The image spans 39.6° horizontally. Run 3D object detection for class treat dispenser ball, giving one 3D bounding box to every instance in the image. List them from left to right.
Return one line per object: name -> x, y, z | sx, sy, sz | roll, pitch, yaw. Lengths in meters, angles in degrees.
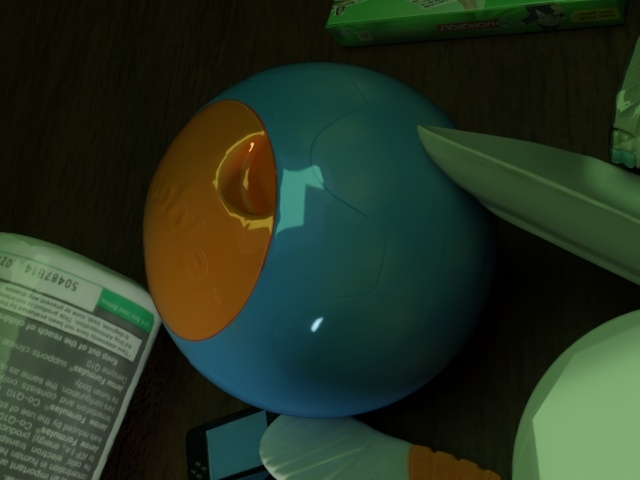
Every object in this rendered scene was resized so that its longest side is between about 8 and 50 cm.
treat dispenser ball -> 0.000, 0.000, 0.730 | 0.288, 0.288, 0.288 | -14, 59, 25

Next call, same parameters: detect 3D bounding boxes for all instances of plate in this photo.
plate -> 0.238, -0.006, 0.620 | 0.277, 0.278, 0.045 | 31, 110, 38

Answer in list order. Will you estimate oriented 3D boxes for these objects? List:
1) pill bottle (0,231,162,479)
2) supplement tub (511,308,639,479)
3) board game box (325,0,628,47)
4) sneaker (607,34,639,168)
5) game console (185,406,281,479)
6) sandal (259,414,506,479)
pill bottle -> -0.309, 0.192, 0.871 | 0.204, 0.204, 0.361 | 7, 69, 34
supplement tub -> 0.232, 0.161, 0.511 | 0.191, 0.272, 0.191 | -15, 59, 25
board game box -> 0.174, -0.316, 0.948 | 0.317, 0.046, 0.213 | 4, 68, 33
sneaker -> 0.337, -0.178, 0.757 | 0.122, 0.110, 0.283 | 17, 77, 18
game console -> -0.086, 0.200, 0.815 | 0.122, 0.071, 0.107 | -22, 56, 19
sandal -> 0.067, 0.213, 0.713 | 0.265, 0.076, 0.102 | 23, 59, 37
